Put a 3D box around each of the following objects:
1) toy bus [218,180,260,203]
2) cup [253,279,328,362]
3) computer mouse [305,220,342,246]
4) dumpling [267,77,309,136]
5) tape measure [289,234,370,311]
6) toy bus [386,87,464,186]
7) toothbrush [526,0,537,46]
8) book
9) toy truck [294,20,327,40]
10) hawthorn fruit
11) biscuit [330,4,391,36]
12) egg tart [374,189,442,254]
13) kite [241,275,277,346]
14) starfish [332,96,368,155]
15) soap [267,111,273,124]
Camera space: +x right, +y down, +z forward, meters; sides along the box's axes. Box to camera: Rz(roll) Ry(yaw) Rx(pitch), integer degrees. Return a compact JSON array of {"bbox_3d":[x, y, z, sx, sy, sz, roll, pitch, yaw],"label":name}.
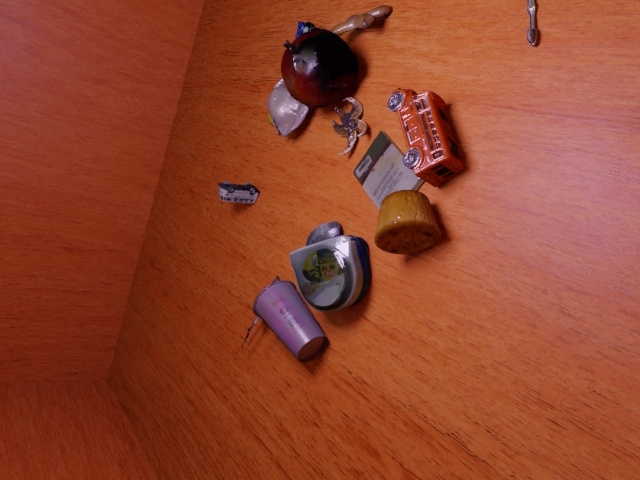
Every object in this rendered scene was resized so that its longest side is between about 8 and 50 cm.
[{"bbox_3d":[-0.389,-0.223,2.406,0.087,0.194,0.088,45,125,46],"label":"toy bus"},{"bbox_3d":[-0.105,0.314,1.941,0.288,0.203,0.202,46,117,39],"label":"cup"},{"bbox_3d":[-0.002,0.002,1.963,0.231,0.071,0.126,-36,55,42],"label":"computer mouse"},{"bbox_3d":[-0.118,-0.581,2.208,0.205,0.163,0.292,-13,67,13],"label":"dumpling"},{"bbox_3d":[0.036,0.117,1.791,0.260,0.138,0.261,-19,75,35],"label":"tape measure"},{"bbox_3d":[0.327,-0.341,1.589,0.153,0.143,0.328,-28,59,33],"label":"toy bus"},{"bbox_3d":[0.587,-0.675,1.433,0.026,0.028,0.293,-13,67,48],"label":"toothbrush"},{"bbox_3d":[0.225,-0.225,1.770,0.201,0.026,0.289,-54,45,28],"label":"book"},{"bbox_3d":[-0.027,-0.842,2.165,0.126,0.113,0.208,-60,41,24],"label":"toy truck"},{"bbox_3d":[0.002,-0.646,1.942,0.316,0.316,0.315,-16,69,49],"label":"hawthorn fruit"},{"bbox_3d":[0.148,-0.824,1.926,0.208,0.164,0.047,9,132,50],"label":"biscuit"},{"bbox_3d":[0.259,-0.062,1.565,0.203,0.203,0.147,-31,50,43],"label":"egg tart"},{"bbox_3d":[-0.260,0.313,2.186,0.360,0.022,0.204,-61,12,24],"label":"kite"},{"bbox_3d":[0.111,-0.429,1.937,0.238,0.071,0.215,38,116,59],"label":"starfish"},{"bbox_3d":[-0.207,-0.626,2.398,0.089,0.033,0.168,34,108,47],"label":"soap"}]
